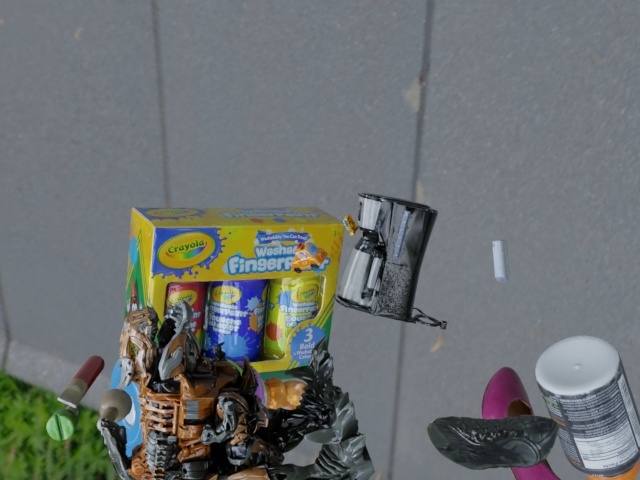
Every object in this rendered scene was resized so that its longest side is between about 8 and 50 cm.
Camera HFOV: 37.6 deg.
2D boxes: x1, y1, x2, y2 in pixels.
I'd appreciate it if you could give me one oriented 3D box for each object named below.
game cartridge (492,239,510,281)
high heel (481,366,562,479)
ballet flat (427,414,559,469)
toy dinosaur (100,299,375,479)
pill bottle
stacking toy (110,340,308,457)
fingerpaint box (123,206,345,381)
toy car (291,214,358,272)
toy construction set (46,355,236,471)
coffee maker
[{"bbox_3d":[0.240,0.027,1.245,0.017,0.083,0.056,-1,91,16],"label":"game cartridge"},{"bbox_3d":[0.397,0.366,1.690,0.127,0.377,0.181,31,132,-30],"label":"high heel"},{"bbox_3d":[0.179,0.210,0.994,0.173,0.049,0.058,-9,107,53],"label":"ballet flat"},{"bbox_3d":[-0.073,0.191,0.861,0.218,0.164,0.322,-19,133,-5],"label":"toy dinosaur"},{"bbox_3d":[0.428,0.277,1.465,0.130,0.130,0.246,-4,127,33],"label":"pill bottle"},{"bbox_3d":[-0.140,0.232,1.370,0.175,0.301,0.166,-55,48,40],"label":"stacking toy"},{"bbox_3d":[-0.191,0.120,2.062,0.163,0.444,0.371,32,118,57],"label":"fingerpaint box"},{"bbox_3d":[0.000,0.000,1.441,0.060,0.122,0.041,-4,123,48],"label":"toy car"},{"bbox_3d":[-0.209,0.296,1.105,0.257,0.237,0.309,-40,97,7],"label":"toy construction set"},{"bbox_3d":[0.121,0.026,1.438,0.120,0.171,0.178,26,103,64],"label":"coffee maker"}]
